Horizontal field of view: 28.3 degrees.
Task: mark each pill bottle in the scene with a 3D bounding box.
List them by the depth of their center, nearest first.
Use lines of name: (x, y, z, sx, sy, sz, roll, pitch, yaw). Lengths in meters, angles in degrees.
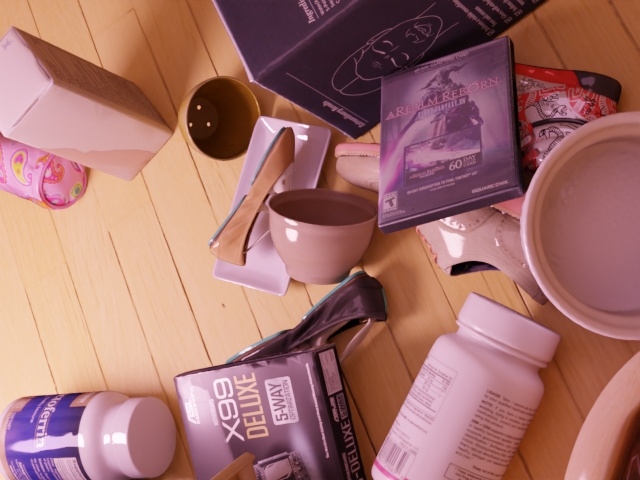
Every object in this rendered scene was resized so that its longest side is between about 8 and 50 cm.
pill bottle: (0.198, 0.222, 1.690, 0.160, 0.160, 0.283, 29, 94, 32)
pill bottle: (-0.370, 0.315, 2.006, 0.265, 0.153, 0.153, -7, 75, 28)

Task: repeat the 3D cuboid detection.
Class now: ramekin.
ramekin: (0.382, -0.017, 1.594, 0.277, 0.135, 0.277, 0, 89, 0)

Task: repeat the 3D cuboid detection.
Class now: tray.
tray: (-0.071, -0.054, 1.989, 0.145, 0.030, 0.270, 14, 86, 33)

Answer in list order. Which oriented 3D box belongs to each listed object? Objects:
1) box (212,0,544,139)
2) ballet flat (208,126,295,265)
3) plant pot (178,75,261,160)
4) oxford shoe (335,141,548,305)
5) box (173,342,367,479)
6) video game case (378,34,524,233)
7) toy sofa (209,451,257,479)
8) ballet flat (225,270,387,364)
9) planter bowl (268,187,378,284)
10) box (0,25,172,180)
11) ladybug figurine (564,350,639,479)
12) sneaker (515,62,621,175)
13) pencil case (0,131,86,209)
box: (0.091, -0.369, 1.813, 0.395, 0.293, 0.212, -35, 63, 18)
ballet flat: (-0.086, -0.064, 1.952, 0.073, 0.080, 0.232, 33, 100, 4)
plant pot: (-0.176, -0.195, 2.038, 0.095, 0.134, 0.134, 8, 82, 58)
oxford shoe: (0.170, -0.033, 1.781, 0.397, 0.140, 0.146, 23, 94, 33)
box: (-0.063, 0.317, 1.822, 0.242, 0.076, 0.307, -12, 90, 27)
video game case: (0.171, -0.145, 1.707, 0.196, 0.026, 0.274, -16, 50, 23)
toy sofa: (-0.030, 0.468, 1.696, 0.363, 0.150, 0.177, 35, 114, 13)
ballet flat: (-0.019, 0.153, 1.876, 0.280, 0.095, 0.096, -36, 72, 19)
planter bowl: (0.000, 0.000, 1.874, 0.162, 0.162, 0.109, 18, 114, 32)
box: (-0.398, -0.215, 2.051, 0.121, 0.311, 0.148, -46, 60, 14)
ladybug figurine: (0.450, 0.313, 1.513, 0.305, 0.162, 0.449, 22, 93, 28)
sneaker: (0.275, -0.168, 1.777, 0.270, 0.090, 0.145, 10, 81, 29)
pencil case: (-0.544, -0.138, 2.235, 0.284, 0.124, 0.124, 17, 88, 33)
